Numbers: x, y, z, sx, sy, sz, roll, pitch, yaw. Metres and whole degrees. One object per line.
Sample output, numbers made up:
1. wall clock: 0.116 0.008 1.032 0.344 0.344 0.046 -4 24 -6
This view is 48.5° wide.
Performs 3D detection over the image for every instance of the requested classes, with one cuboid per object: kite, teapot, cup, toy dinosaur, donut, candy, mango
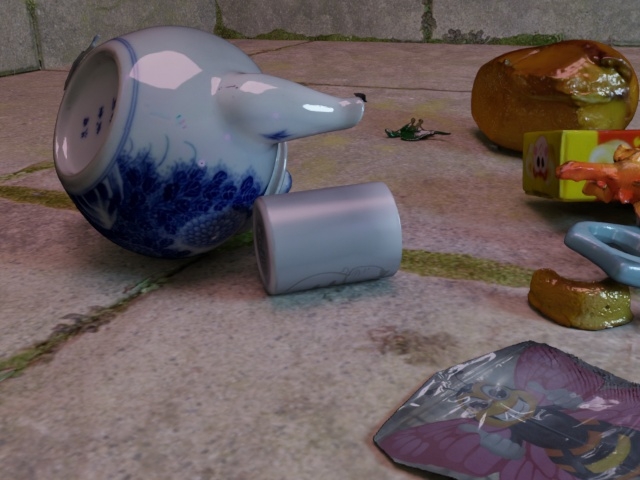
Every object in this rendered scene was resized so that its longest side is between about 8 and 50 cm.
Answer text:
1. kite: 0.211 0.142 0.431 0.204 0.022 0.361 -21 28 -39
2. teapot: -0.140 -0.098 0.801 0.424 0.252 0.280 -16 -23 42
3. cup: 0.003 0.007 0.720 0.133 0.136 0.099 -9 56 -15
4. toy dinosaur: 0.377 -0.037 0.728 0.289 0.070 0.117 11 32 -10
5. donut: 0.232 0.048 0.643 0.067 0.037 0.083 -13 26 -19
6. candy: 0.404 -0.095 0.872 0.276 0.087 0.146 -2 9 -1
7. mango: 0.365 -0.232 1.180 0.199 0.201 0.350 30 2 -21
8. toy dinosaur: 0.179 -0.194 1.291 0.120 0.029 0.060 19 45 32

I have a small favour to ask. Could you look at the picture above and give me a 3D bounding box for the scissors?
1. scissors: 0.349 0.000 0.745 0.191 0.029 0.360 22 20 12
